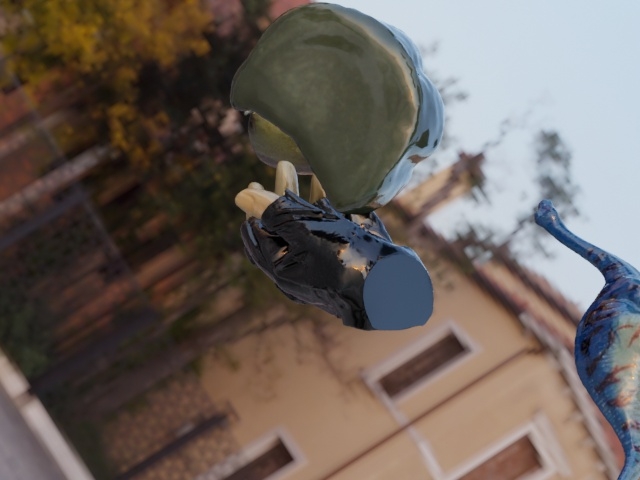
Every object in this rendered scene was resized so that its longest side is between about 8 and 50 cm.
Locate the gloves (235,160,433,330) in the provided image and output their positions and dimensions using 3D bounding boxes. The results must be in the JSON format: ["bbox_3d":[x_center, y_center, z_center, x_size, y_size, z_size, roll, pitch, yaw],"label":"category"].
[{"bbox_3d":[0.000,0.000,1.475,0.203,0.124,0.164,29,2,44],"label":"gloves"}]

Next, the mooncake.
[{"bbox_3d":[0.015,-0.106,1.286,0.104,0.168,0.175,14,64,-72],"label":"mooncake"}]

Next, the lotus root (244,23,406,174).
[{"bbox_3d":[0.024,-0.139,1.684,0.078,0.204,0.183,53,-20,39],"label":"lotus root"}]

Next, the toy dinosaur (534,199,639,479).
[{"bbox_3d":[0.262,0.080,1.260,0.076,0.144,0.329,66,16,-51],"label":"toy dinosaur"}]
